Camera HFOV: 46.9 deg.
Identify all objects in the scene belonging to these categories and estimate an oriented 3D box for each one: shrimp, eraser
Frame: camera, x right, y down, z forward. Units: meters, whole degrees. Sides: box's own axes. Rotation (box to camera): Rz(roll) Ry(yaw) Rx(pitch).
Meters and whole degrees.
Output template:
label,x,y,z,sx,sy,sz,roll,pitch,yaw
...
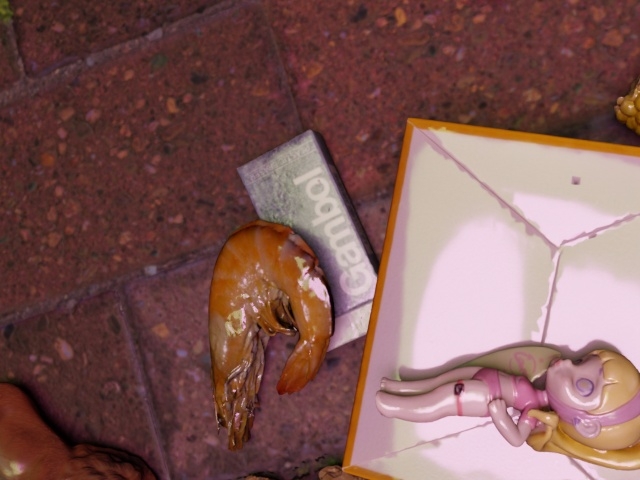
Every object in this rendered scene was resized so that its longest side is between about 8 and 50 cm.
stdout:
label,x,y,z,sx,sy,sz,roll,pitch,yaw
shrimp,-0.058,0.101,0.736,0.150,0.068,0.249,28,116,32
eraser,0.000,0.000,0.750,0.091,0.046,0.213,-27,83,13

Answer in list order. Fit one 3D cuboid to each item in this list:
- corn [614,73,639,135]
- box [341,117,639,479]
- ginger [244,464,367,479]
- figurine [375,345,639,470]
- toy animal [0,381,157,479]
label,x,y,z,sx,sy,sz,roll,pitch,yaw
corn,0.404,-0.061,0.626,0.310,0.101,0.101,36,98,17
box,0.185,0.066,0.619,0.259,0.214,0.284,11,91,17
ginger,-0.003,0.263,0.736,0.165,0.067,0.096,13,114,14
figurine,0.132,0.111,0.491,0.187,0.083,0.083,-2,89,9
toy animal,-0.314,0.240,0.797,0.312,0.157,0.097,34,140,18
